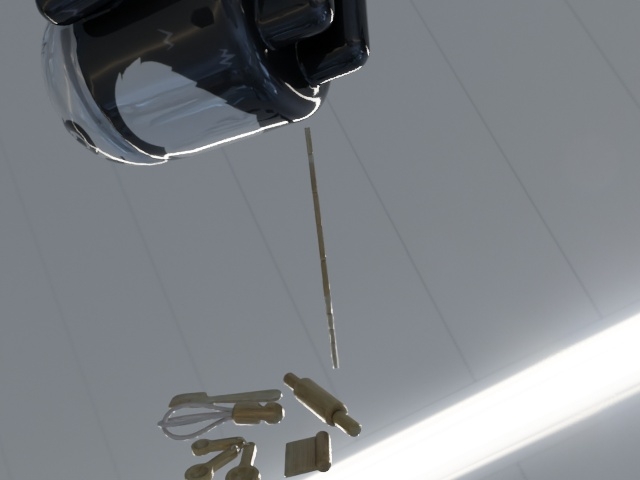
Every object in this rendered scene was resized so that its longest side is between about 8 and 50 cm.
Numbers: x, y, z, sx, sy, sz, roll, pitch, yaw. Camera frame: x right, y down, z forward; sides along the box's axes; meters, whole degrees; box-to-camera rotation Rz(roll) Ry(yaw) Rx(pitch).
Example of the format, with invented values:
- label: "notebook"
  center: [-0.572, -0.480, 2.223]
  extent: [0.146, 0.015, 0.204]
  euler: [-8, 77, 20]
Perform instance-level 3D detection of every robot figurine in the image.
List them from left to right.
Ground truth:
- label: "robot figurine"
  center: [-0.100, -0.159, 0.605]
  extent: [0.278, 0.173, 0.209]
  euler: [-12, -61, 27]

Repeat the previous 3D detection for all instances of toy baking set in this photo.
- label: "toy baking set"
  center: [-0.080, 0.205, 0.843]
  extent: [0.197, 0.256, 0.030]
  euler: [-14, -71, -23]

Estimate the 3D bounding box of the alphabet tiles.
- label: "alphabet tiles"
  center: [0.000, 0.000, 0.825]
  extent: [0.009, 0.198, 0.237]
  euler: [-7, -120, 0]
